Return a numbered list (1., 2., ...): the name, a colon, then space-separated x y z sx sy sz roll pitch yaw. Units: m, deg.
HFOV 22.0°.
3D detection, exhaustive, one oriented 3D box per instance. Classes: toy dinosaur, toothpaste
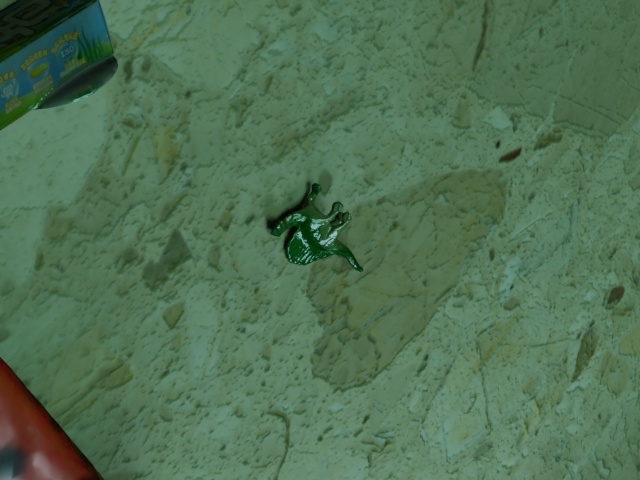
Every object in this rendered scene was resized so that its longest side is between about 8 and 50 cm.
1. toy dinosaur: 0.000 0.000 1.310 0.060 0.029 0.119 -45 143 -4
2. toothpaste: -0.206 -0.087 0.988 0.193 0.070 0.044 -40 135 -31

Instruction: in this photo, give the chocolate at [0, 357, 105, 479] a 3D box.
1. chocolate: -0.278 0.227 0.971 0.360 0.161 0.341 -51 139 -21
